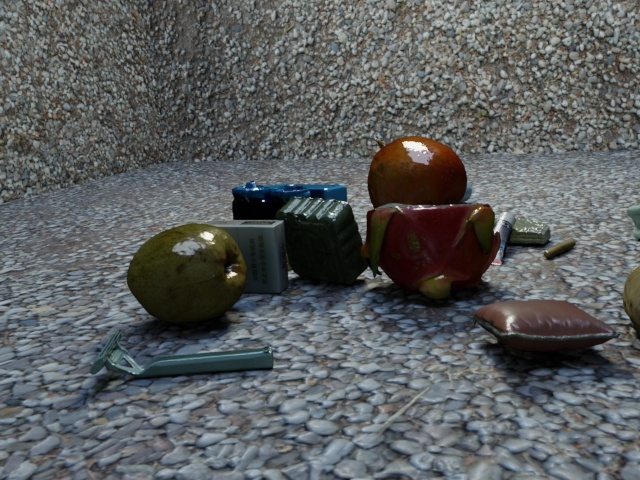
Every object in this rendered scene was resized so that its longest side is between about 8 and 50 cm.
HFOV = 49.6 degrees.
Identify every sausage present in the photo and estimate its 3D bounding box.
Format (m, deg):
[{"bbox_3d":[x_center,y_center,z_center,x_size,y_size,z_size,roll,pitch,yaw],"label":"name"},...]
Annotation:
[{"bbox_3d":[0.567,0.018,1.640,0.024,0.024,0.132,9,18,44],"label":"sausage"}]

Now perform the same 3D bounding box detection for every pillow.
[{"bbox_3d":[0.348,0.138,1.092,0.179,0.075,0.171,-2,8,-5],"label":"pillow"}]

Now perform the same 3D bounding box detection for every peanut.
[{"bbox_3d":[0.559,0.098,1.113,0.137,0.122,0.253,10,12,15],"label":"peanut"}]

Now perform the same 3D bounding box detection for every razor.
[{"bbox_3d":[-0.214,0.193,1.107,0.277,0.056,0.111,3,15,-2],"label":"razor"}]

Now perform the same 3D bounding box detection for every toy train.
[{"bbox_3d":[-0.081,-0.074,1.893,0.300,0.188,0.265,4,11,36],"label":"toy train"}]

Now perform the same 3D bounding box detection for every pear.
[{"bbox_3d":[-0.245,0.063,1.338,0.211,0.188,0.228,0,11,28],"label":"pear"}]

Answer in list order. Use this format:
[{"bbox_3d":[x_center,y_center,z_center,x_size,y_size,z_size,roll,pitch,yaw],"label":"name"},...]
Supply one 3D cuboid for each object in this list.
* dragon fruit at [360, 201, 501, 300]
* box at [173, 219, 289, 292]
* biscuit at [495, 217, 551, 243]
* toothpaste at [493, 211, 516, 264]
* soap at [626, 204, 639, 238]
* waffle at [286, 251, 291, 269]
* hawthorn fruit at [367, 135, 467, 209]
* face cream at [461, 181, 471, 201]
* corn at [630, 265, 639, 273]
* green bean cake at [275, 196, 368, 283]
[{"bbox_3d":[0.228,0.017,1.443,0.290,0.189,0.290,-1,5,0],"label":"dragon fruit"},{"bbox_3d":[-0.197,0.034,1.525,0.242,0.155,0.067,2,13,17],"label":"box"},{"bbox_3d":[0.474,-0.026,1.806,0.249,0.046,0.147,4,15,31],"label":"biscuit"},{"bbox_3d":[0.421,0.001,1.661,0.071,0.045,0.193,3,36,29],"label":"toothpaste"},{"bbox_3d":[0.860,-0.066,1.600,0.159,0.088,0.265,-14,-1,-10],"label":"soap"},{"bbox_3d":[-0.141,0.057,1.647,0.102,0.042,0.148,9,19,39],"label":"waffle"},{"bbox_3d":[0.250,-0.176,1.937,0.277,0.298,0.277,-40,-13,-11],"label":"hawthorn fruit"},{"bbox_3d":[0.386,-0.144,2.257,0.250,0.077,0.077,-16,18,-37],"label":"face cream"},{"bbox_3d":[0.669,0.062,1.402,0.092,0.037,0.037,-13,16,-22],"label":"corn"},{"bbox_3d":[0.000,0.000,1.529,0.183,0.185,0.094,10,37,39],"label":"green bean cake"}]
